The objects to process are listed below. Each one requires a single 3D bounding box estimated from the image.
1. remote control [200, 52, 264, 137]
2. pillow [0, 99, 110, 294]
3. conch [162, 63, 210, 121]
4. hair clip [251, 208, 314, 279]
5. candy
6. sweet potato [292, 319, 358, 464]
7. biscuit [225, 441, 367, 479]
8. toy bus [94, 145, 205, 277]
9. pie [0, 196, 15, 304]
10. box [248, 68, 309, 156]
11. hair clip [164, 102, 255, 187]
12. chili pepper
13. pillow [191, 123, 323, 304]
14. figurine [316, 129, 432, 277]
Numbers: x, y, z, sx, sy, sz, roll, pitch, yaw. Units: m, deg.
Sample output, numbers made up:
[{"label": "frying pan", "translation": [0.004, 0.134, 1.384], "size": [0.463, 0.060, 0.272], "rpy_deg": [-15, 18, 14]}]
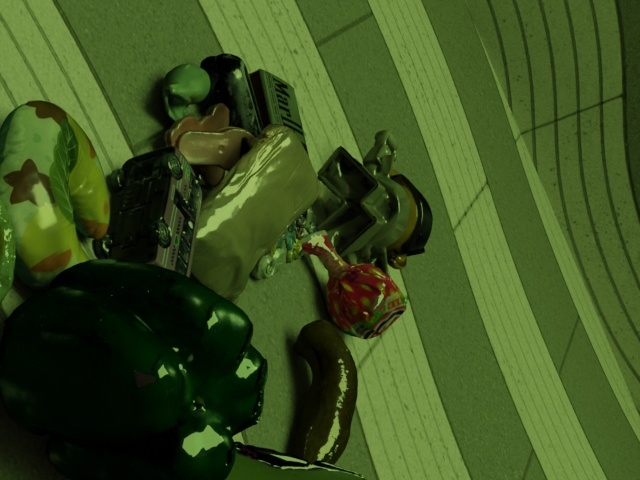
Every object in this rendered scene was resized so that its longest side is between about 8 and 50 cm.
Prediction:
[{"label": "remote control", "translation": [-0.107, -0.163, 1.974], "size": [0.090, 0.066, 0.266], "rpy_deg": [-58, 131, -60]}, {"label": "pillow", "translation": [-0.306, -0.045, 1.475], "size": [0.233, 0.086, 0.214], "rpy_deg": [-88, 159, -45]}, {"label": "conch", "translation": [-0.200, -0.212, 1.857], "size": [0.065, 0.088, 0.180], "rpy_deg": [23, 18, 2]}, {"label": "hair clip", "translation": [-0.061, -0.015, 1.959], "size": [0.172, 0.049, 0.116], "rpy_deg": [-40, 128, -61]}, {"label": "candy", "translation": [0.000, 0.000, 2.078], "size": [0.365, 0.124, 0.124], "rpy_deg": [56, 26, -10]}, {"label": "sweet potato", "translation": [-0.005, 0.249, 1.892], "size": [0.112, 0.085, 0.286], "rpy_deg": [23, 54, -14]}, {"label": "biscuit", "translation": [-0.080, 0.292, 1.532], "size": [0.322, 0.038, 0.099], "rpy_deg": [15, 43, -21]}, {"label": "toy bus", "translation": [-0.209, -0.019, 1.628], "size": [0.108, 0.096, 0.199], "rpy_deg": [53, 31, -42]}, {"label": "pie", "translation": [-0.393, -0.010, 1.271], "size": [0.240, 0.054, 0.241], "rpy_deg": [36, 45, -45]}, {"label": "box", "translation": [-0.064, -0.189, 2.146], "size": [0.115, 0.035, 0.178], "rpy_deg": [21, 52, -61]}, {"label": "hair clip", "translation": [-0.172, -0.133, 1.837], "size": [0.138, 0.102, 0.123], "rpy_deg": [-5, 98, -30]}, {"label": "chili pepper", "translation": [-0.188, 0.140, 1.336], "size": [0.248, 0.256, 0.233], "rpy_deg": [49, 58, -38]}, {"label": "pillow", "translation": [-0.097, -0.035, 1.801], "size": [0.270, 0.067, 0.173], "rpy_deg": [-53, 140, -27]}, {"label": "figurine", "translation": [0.104, -0.042, 2.257], "size": [0.308, 0.143, 0.309], "rpy_deg": [-32, 131, -45]}]
